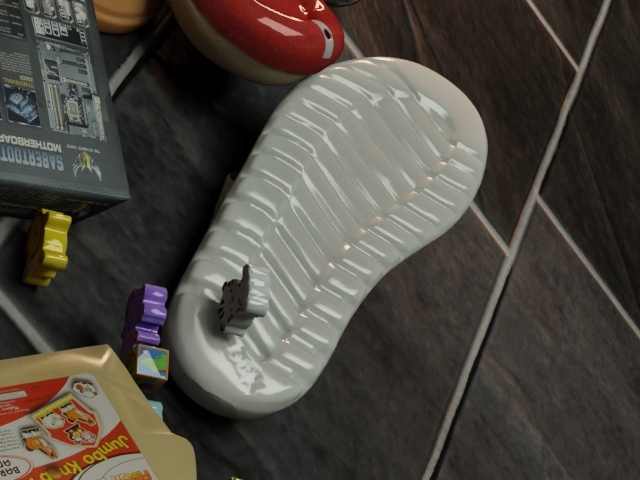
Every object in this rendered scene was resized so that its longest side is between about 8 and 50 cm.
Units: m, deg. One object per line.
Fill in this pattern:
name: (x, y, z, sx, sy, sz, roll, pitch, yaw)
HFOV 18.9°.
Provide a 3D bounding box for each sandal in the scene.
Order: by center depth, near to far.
sandal: (-0.011, -0.011, 1.512, 0.169, 0.102, 0.416, 44, 47, -2)

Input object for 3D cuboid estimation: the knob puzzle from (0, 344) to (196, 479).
knob puzzle: (-0.160, 0.149, 1.147, 0.213, 0.030, 0.213, 16, 36, -12)

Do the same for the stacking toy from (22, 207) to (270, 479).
stacking toy: (-0.122, 0.095, 1.281, 0.167, 0.052, 0.221, 15, 59, -23)

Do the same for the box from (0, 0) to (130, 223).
box: (-0.237, -0.114, 1.283, 0.232, 0.059, 0.183, 7, 66, -53)

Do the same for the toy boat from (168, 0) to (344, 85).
toy boat: (-0.041, -0.241, 1.507, 0.151, 0.151, 0.231, -7, 73, -58)

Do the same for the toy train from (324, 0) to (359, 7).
toy train: (-0.006, -0.358, 1.740, 0.190, 0.142, 0.334, 29, 46, -24)

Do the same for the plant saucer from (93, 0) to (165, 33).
plant saucer: (-0.182, -0.257, 1.495, 0.200, 0.037, 0.200, 33, 43, -37)
